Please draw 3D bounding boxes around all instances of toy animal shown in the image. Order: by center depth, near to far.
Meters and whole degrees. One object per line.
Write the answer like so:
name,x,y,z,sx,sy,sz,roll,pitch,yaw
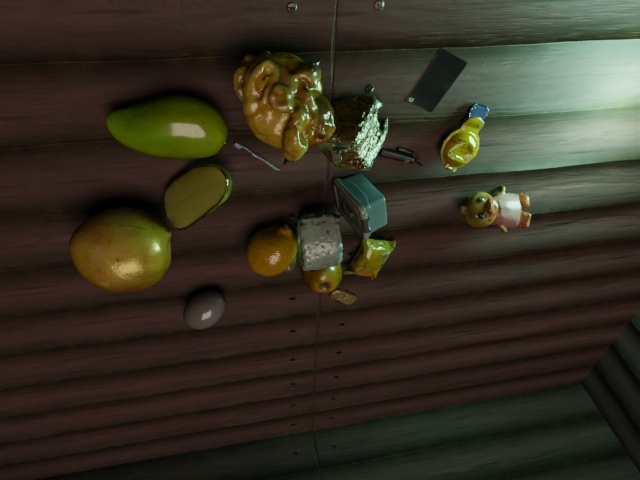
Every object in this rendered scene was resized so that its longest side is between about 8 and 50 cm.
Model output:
toy animal,0.687,-0.124,1.903,0.281,0.195,0.169,1,173,-21

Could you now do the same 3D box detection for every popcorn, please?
popcorn,-0.086,-0.399,1.322,0.316,0.297,0.281,45,131,-7

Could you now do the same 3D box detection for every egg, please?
egg,-0.482,0.288,1.976,0.198,0.146,0.146,-34,132,8

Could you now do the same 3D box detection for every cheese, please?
cheese,0.516,-0.362,1.686,0.156,0.064,0.250,10,120,-25

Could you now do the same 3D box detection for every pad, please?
pad,0.378,-0.516,1.542,0.116,0.004,0.193,16,126,-29

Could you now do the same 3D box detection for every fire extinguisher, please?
fire extinguisher,0.291,-0.307,1.703,0.173,0.035,0.049,9,92,-23

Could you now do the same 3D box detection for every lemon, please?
lemon,-0.183,0.038,1.790,0.187,0.187,0.244,28,117,-35

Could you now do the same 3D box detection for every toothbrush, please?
toothbrush,-0.210,-0.280,1.598,0.193,0.013,0.019,27,128,-34

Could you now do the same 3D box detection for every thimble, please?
thimble,0.000,0.000,1.790,0.171,0.205,0.250,-5,135,-9

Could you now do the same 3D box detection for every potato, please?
potato,-0.398,-0.157,1.595,0.271,0.160,0.111,-35,174,21

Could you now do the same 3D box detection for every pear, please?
pear,-0.655,0.033,1.584,0.314,0.314,0.314,-8,134,-8

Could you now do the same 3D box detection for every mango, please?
mango,-0.445,-0.332,1.384,0.343,0.156,0.192,-1,132,-13

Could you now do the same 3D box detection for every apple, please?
apple,0.006,0.136,1.959,0.182,0.155,0.182,-10,135,-10

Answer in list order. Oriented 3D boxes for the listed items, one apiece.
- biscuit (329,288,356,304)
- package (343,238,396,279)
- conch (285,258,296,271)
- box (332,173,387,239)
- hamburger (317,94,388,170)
biscuit,0.105,0.265,2.206,0.147,0.018,0.071,25,120,-32
package,0.208,0.079,2.005,0.168,0.090,0.226,9,128,-25
conch,-0.131,0.094,1.954,0.076,0.057,0.085,-24,137,-10
box,0.138,-0.128,1.704,0.130,0.227,0.162,-26,136,-13
hamburger,0.089,-0.337,1.493,0.192,0.288,0.168,10,143,21
